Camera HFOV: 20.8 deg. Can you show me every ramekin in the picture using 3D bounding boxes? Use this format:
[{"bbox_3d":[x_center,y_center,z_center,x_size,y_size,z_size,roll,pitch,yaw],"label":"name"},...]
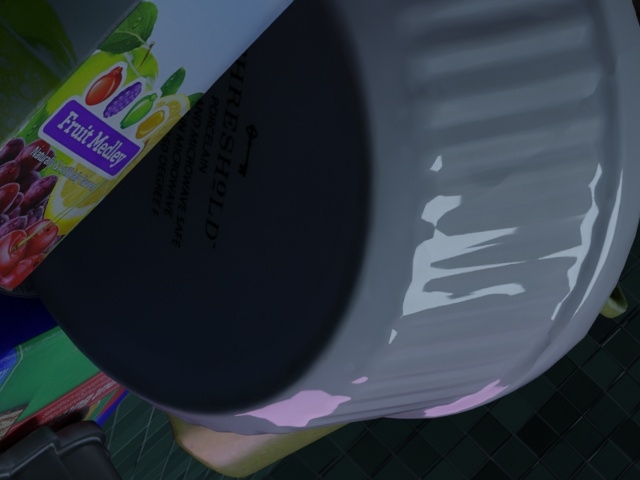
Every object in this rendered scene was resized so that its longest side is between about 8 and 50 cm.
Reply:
[{"bbox_3d":[-0.019,-0.050,0.677,0.127,0.273,0.273,-16,152,-45],"label":"ramekin"}]

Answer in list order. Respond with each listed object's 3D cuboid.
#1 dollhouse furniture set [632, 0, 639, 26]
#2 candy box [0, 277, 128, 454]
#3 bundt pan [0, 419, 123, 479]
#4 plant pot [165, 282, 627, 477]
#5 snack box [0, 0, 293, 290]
[{"bbox_3d":[0.169,-0.263,0.910,0.362,0.256,0.394,-44,149,-14],"label":"dollhouse furniture set"},{"bbox_3d":[-0.213,0.096,0.834,0.317,0.122,0.268,-49,170,27],"label":"candy box"},{"bbox_3d":[-0.188,0.239,0.811,0.331,0.124,0.331,-42,170,-9],"label":"bundt pan"},{"bbox_3d":[0.000,0.000,1.047,0.254,0.276,0.276,-36,173,12],"label":"plant pot"},{"bbox_3d":[-0.064,-0.124,0.389,0.207,0.174,0.070,-46,166,0],"label":"snack box"}]
